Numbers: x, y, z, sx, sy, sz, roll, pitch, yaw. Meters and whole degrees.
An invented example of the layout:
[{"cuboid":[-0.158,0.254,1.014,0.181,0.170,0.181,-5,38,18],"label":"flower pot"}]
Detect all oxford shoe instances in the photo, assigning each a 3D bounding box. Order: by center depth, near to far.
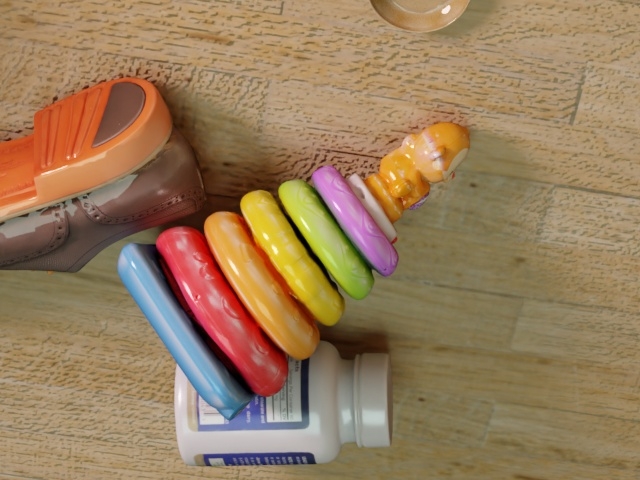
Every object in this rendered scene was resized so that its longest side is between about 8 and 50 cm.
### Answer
[{"cuboid":[-0.269,-0.008,1.530,0.364,0.130,0.132,-18,130,17],"label":"oxford shoe"}]

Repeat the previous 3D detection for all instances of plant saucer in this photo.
[{"cuboid":[0.077,-0.201,1.423,0.083,0.015,0.083,2,127,3],"label":"plant saucer"}]

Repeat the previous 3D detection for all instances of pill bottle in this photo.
[{"cuboid":[-0.031,0.145,1.637,0.187,0.112,0.112,-1,127,5],"label":"pill bottle"}]

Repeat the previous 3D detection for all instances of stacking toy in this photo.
[{"cuboid":[0.000,0.000,1.504,0.302,0.175,0.165,-35,87,2],"label":"stacking toy"}]
